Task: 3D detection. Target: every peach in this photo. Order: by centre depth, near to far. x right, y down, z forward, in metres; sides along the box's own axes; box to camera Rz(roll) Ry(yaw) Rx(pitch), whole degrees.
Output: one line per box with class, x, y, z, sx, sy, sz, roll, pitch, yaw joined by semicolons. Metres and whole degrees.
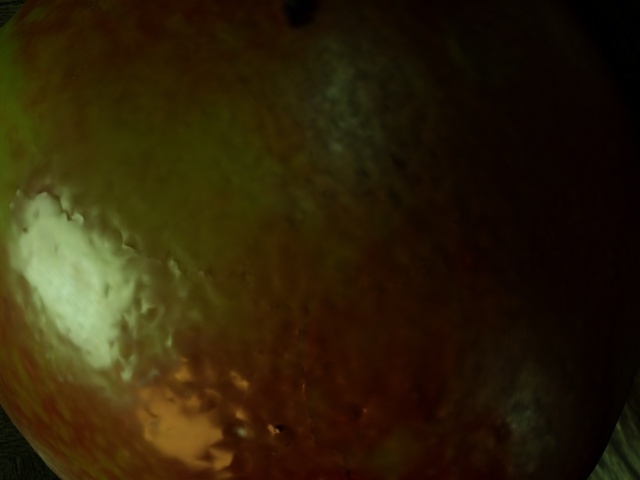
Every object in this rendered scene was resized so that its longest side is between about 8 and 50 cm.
peach;0.000;0.000;0.628;0.388;0.388;0.388;170;90;-71
